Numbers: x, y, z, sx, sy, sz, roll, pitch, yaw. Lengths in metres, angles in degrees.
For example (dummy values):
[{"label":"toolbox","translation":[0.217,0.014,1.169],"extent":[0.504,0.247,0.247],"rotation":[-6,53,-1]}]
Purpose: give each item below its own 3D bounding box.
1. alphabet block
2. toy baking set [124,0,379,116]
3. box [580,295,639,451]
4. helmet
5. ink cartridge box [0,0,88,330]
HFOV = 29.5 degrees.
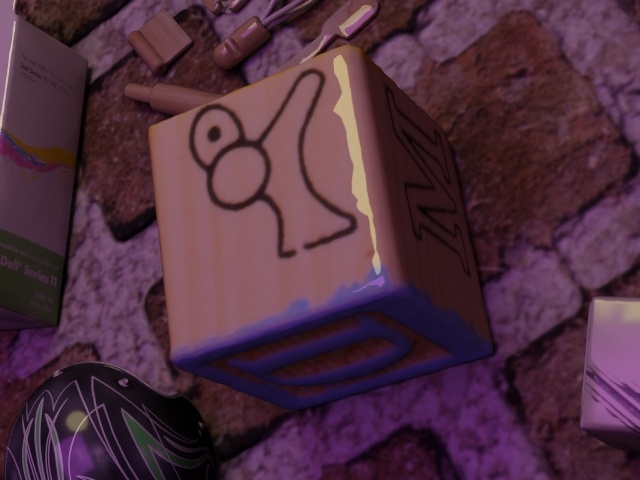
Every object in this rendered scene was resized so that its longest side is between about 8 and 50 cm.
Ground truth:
[{"label":"alphabet block","translation":[0.000,0.000,0.935],"extent":[0.192,0.193,0.197],"rotation":[-18,64,21]},{"label":"toy baking set","translation":[-0.078,-0.197,1.146],"extent":[0.256,0.030,0.197],"rotation":[20,83,33]},{"label":"box","translation":[0.315,0.095,0.775],"extent":[0.275,0.113,0.094],"rotation":[0,73,30]},{"label":"helmet","translation":[-0.173,0.187,0.979],"extent":[0.169,0.161,0.169],"rotation":[-10,68,26]},{"label":"ink cartridge box","translation":[-0.351,-0.092,1.205],"extent":[0.207,0.119,0.354],"rotation":[-6,71,28]}]
